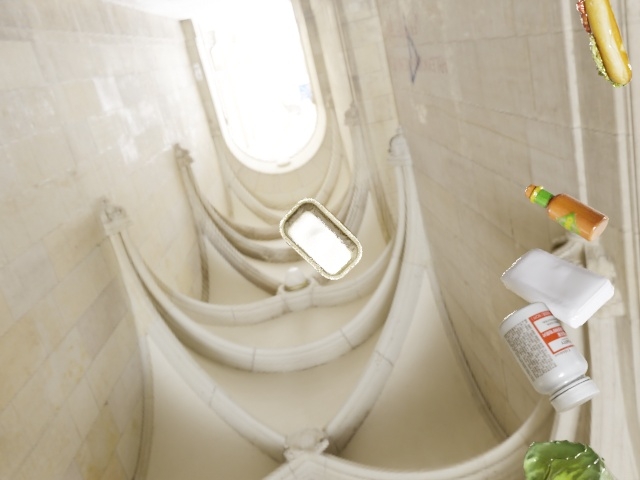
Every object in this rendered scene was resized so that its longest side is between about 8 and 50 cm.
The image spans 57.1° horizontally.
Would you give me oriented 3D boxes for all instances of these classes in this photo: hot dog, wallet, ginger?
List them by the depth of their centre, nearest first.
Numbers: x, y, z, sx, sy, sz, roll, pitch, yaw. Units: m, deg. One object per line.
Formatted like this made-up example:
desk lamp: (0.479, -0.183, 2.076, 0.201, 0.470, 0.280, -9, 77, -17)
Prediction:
hot dog: (0.197, -0.143, 0.411, 0.021, 0.083, 0.037, -23, -158, 19)
ginger: (0.282, 0.275, 0.541, 0.137, 0.290, 0.089, 11, -117, 45)
wallet: (0.375, 0.069, 0.947, 0.095, 0.033, 0.190, -40, -156, -2)

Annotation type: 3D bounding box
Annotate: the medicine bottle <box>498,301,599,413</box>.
medicine bottle: (0.315, 0.162, 0.812, 0.079, 0.079, 0.140, -19, -121, -15)

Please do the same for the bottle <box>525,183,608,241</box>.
bottle: (0.547, -0.071, 1.326, 0.069, 0.069, 0.187, -24, -133, -30)

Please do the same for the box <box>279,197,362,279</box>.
box: (0.000, 0.000, 1.195, 0.111, 0.177, 0.111, -45, -177, 3)
